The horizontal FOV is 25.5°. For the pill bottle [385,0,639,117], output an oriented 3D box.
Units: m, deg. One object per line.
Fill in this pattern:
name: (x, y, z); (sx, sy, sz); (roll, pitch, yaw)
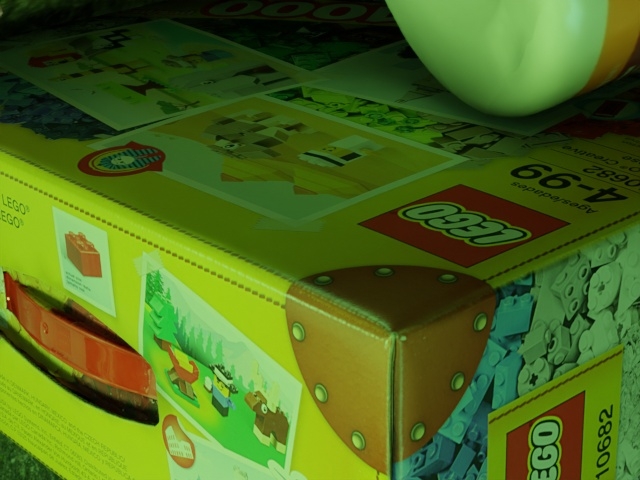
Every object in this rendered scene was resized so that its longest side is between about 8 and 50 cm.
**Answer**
pill bottle: (0.226, -0.231, 0.740); (0.392, 0.224, 0.224); (-23, 175, -15)

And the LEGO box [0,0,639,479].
LEGO box: (0.000, 0.000, 0.837); (0.373, 0.193, 0.500); (-21, -151, -37)

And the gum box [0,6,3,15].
gum box: (-0.260, -0.101, 0.703); (0.188, 0.062, 0.107); (-20, 173, -38)
